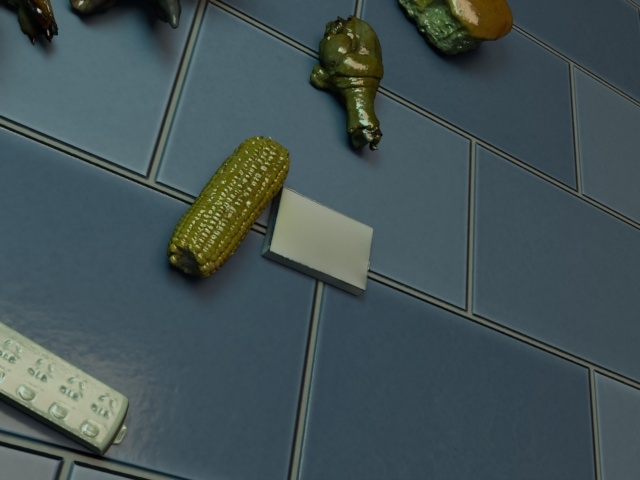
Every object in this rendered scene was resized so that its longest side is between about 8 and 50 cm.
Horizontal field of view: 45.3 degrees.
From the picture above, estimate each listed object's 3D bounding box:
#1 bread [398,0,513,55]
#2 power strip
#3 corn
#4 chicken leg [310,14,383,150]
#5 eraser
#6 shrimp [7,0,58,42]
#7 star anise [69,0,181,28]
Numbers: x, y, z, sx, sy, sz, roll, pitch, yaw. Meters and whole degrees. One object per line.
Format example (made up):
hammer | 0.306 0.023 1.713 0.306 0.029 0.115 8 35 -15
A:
bread | 0.225 -0.436 1.333 0.174 0.121 0.246 -28 81 -39
power strip | -0.297 0.127 0.749 0.252 0.027 0.060 35 52 -14
corn | -0.106 -0.048 0.936 0.080 0.080 0.238 39 50 -11
chicken leg | 0.044 -0.238 1.139 0.103 0.088 0.228 16 64 -38
eraser | 0.000 0.000 1.017 0.150 0.023 0.104 24 56 -22
shrimp | -0.407 -0.240 0.850 0.222 0.054 0.291 12 61 -30
star anise | -0.210 -0.408 0.998 0.315 0.108 0.316 4 71 -12
